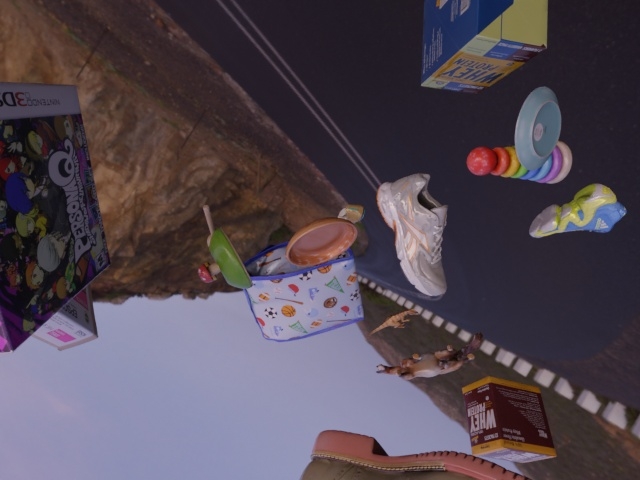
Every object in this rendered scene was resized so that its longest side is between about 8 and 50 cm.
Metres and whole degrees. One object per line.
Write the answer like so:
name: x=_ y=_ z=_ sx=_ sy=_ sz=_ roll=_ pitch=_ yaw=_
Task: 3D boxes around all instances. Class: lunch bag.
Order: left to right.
lunch bag: x=-0.071 y=0.170 z=1.478 sx=0.239 sy=0.386 sz=0.327 roll=-120 pitch=13 yaw=-55

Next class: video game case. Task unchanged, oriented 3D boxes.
video game case: x=-0.296 y=-0.041 z=0.422 sx=0.042 sy=0.231 sz=0.210 roll=-2 pitch=-161 yaw=-3

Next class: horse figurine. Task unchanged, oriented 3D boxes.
horse figurine: x=0.271 y=0.297 z=1.012 sx=0.174 sy=0.264 sz=0.066 roll=77 pitch=178 yaw=-65

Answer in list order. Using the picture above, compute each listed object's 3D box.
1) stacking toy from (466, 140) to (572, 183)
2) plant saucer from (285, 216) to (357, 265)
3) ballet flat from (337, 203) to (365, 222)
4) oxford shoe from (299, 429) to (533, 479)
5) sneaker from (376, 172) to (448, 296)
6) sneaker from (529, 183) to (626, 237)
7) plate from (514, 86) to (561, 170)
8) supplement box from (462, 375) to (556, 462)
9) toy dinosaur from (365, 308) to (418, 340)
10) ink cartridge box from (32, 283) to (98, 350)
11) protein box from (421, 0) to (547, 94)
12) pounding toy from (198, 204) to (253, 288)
stacking toy: x=0.624 y=-0.250 z=1.321 sx=0.331 sy=0.141 sz=0.141 roll=-4 pitch=-169 yaw=-16
plant saucer: x=0.000 y=0.000 z=1.094 sx=0.200 sy=0.200 sz=0.037 roll=33 pitch=-151 yaw=-57
ballet flat: x=0.098 y=-0.085 z=1.504 sx=0.073 sy=0.080 sz=0.232 roll=12 pitch=163 yaw=-8
oxford shoe: x=0.114 y=0.316 z=0.436 sx=0.140 sy=0.146 sz=0.397 roll=49 pitch=141 yaw=-16
sneaker: x=0.214 y=-0.013 z=0.841 sx=0.099 sy=0.121 sz=0.262 roll=-23 pitch=-90 yaw=-54
sneaker: x=0.653 y=-0.044 z=1.049 sx=0.126 sy=0.091 sz=0.240 roll=33 pitch=156 yaw=-1
plate: x=0.509 y=-0.254 z=0.946 sx=0.188 sy=0.188 sz=0.024 roll=33 pitch=173 yaw=-38
supplement box: x=0.549 y=0.530 z=1.218 sx=0.192 sy=0.194 sz=0.129 roll=16 pitch=141 yaw=-16
toy dinosaur: x=0.256 y=0.297 z=1.512 sx=0.064 sy=0.212 sz=0.112 roll=62 pitch=-167 yaw=28
ink cartridge box: x=-0.565 y=0.105 z=0.868 sx=0.234 sy=0.088 sz=0.193 roll=103 pitch=147 yaw=-62
protein box: x=0.299 y=-0.418 z=0.781 sx=0.136 sy=0.199 sz=0.201 roll=4 pitch=177 yaw=-12
pounding toy: x=-0.286 y=0.050 z=1.118 sx=0.237 sy=0.110 sz=0.183 roll=52 pitch=164 yaw=29
